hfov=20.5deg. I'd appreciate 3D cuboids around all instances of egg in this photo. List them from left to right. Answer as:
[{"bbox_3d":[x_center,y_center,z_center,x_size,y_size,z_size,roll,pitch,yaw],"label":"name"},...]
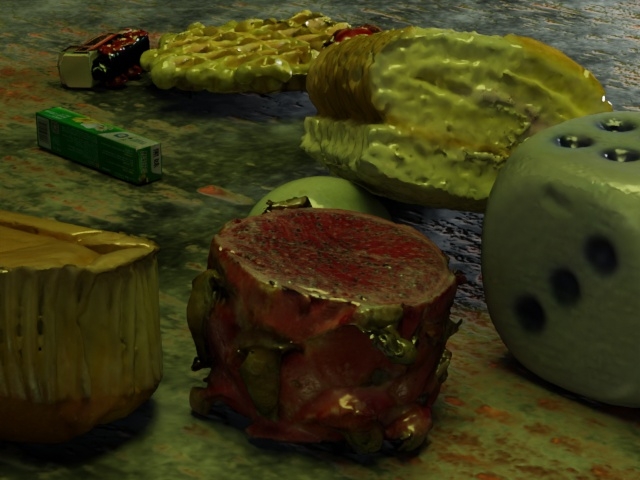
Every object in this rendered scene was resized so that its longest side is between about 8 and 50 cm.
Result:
[{"bbox_3d":[0.000,0.000,1.554,0.152,0.114,0.114,-12,24,-39],"label":"egg"}]

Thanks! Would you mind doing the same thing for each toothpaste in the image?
[{"bbox_3d":[-0.240,-0.103,1.906,0.178,0.043,0.037,20,28,41],"label":"toothpaste"}]

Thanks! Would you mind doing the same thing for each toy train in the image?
[{"bbox_3d":[-0.264,-0.228,2.198,0.087,0.050,0.138,4,23,20],"label":"toy train"}]

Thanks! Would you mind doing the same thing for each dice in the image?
[{"bbox_3d":[0.256,0.011,1.418,0.194,0.192,0.193,-18,29,-38],"label":"dice"}]

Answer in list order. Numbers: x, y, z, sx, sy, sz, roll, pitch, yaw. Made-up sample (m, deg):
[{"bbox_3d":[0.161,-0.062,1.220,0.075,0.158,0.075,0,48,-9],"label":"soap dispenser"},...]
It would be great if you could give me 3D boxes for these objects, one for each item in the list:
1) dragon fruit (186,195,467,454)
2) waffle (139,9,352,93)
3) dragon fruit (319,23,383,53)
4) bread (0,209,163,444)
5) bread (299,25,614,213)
[{"bbox_3d":[0.002,0.076,1.366,0.211,0.147,0.282,1,24,-19],"label":"dragon fruit"},{"bbox_3d":[-0.066,-0.228,2.159,0.307,0.060,0.312,-3,19,1],"label":"waffle"},{"bbox_3d":[0.067,-0.174,1.978,0.125,0.125,0.246,39,17,9],"label":"dragon fruit"},{"bbox_3d":[-0.261,0.065,1.371,0.288,0.156,0.204,6,13,20],"label":"bread"},{"bbox_3d":[0.122,-0.114,1.680,0.236,0.165,0.375,7,4,-11],"label":"bread"}]
